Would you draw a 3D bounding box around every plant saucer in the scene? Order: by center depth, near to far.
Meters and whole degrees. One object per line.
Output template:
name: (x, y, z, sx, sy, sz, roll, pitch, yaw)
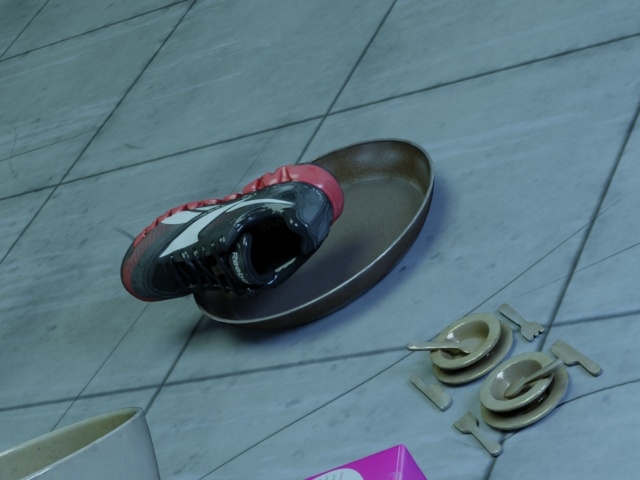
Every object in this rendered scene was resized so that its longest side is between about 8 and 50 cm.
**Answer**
plant saucer: (0.000, 0.000, 1.971, 0.311, 0.050, 0.310, -27, 27, 15)

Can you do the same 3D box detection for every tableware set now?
tableware set: (0.158, 0.113, 1.621, 0.128, 0.039, 0.194, -38, 27, -7)

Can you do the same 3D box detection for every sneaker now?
sneaker: (-0.106, 0.010, 1.908, 0.276, 0.097, 0.135, -22, 27, 19)

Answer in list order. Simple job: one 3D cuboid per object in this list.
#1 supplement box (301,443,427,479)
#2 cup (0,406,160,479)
supplement box: (-0.005, 0.273, 1.457, 0.220, 0.114, 0.111, -24, 28, 22)
cup: (-0.260, 0.314, 1.480, 0.331, 0.237, 0.331, -22, 2, 1)
